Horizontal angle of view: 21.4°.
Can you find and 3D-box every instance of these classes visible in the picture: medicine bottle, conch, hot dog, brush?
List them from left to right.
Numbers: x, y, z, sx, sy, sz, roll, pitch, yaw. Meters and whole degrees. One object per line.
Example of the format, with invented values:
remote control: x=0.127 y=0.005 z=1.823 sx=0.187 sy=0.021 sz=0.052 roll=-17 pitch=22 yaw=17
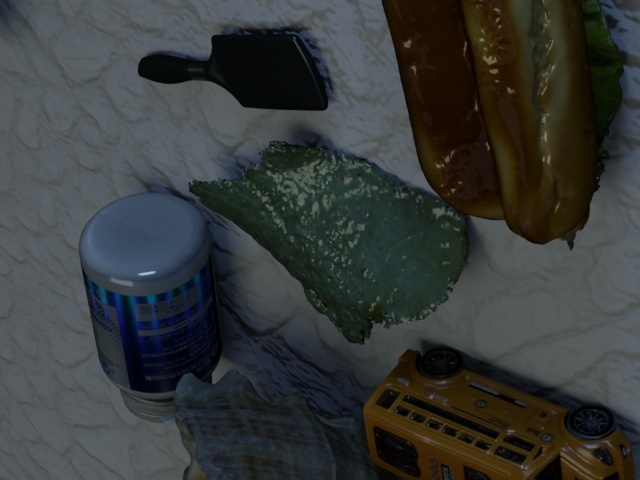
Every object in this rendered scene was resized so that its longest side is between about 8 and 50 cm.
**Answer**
medicine bottle: x=-0.137 y=0.061 z=1.407 sx=0.107 sy=0.107 sz=0.191 roll=26 pitch=141 yaw=26
brush: x=-0.070 y=-0.124 z=1.229 sx=0.193 sy=0.016 sz=0.063 roll=6 pitch=129 yaw=43
conch: x=-0.015 y=0.242 z=1.372 sx=0.352 sy=0.210 sz=0.297 roll=40 pitch=153 yaw=60
hot dog: x=0.097 y=-0.138 z=0.969 sx=0.135 sy=0.100 sz=0.337 roll=20 pitch=138 yaw=45

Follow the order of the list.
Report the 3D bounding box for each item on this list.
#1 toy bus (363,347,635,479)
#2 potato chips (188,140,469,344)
toy bus: x=0.130 y=0.154 z=1.240 sx=0.194 sy=0.088 sz=0.083 roll=20 pitch=137 yaw=33
potato chips: x=0.007 y=-0.002 z=1.239 sx=0.228 sy=0.059 sz=0.167 roll=-17 pitch=103 yaw=52
